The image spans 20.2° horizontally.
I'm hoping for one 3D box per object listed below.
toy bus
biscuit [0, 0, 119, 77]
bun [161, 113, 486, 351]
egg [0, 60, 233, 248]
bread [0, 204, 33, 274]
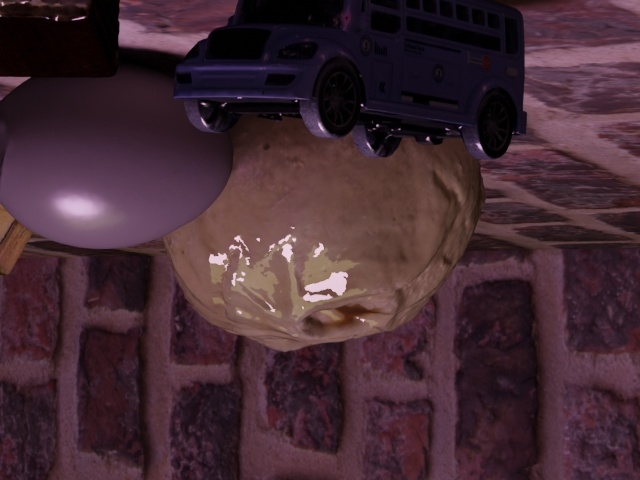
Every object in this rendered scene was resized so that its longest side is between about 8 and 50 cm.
[{"bbox_3d":[0.029,-0.132,1.294,0.125,0.133,0.292,4,180,38],"label":"toy bus"},{"bbox_3d":[-0.203,-0.168,1.272,0.106,0.070,0.252,1,175,-1],"label":"biscuit"},{"bbox_3d":[0.003,0.002,1.866,0.364,0.202,0.364,-8,154,-4],"label":"bun"},{"bbox_3d":[-0.192,-0.081,1.669,0.231,0.176,0.176,-5,178,-24],"label":"egg"},{"bbox_3d":[-0.494,-0.090,2.397,0.264,0.163,0.167,33,174,-2],"label":"bread"}]
